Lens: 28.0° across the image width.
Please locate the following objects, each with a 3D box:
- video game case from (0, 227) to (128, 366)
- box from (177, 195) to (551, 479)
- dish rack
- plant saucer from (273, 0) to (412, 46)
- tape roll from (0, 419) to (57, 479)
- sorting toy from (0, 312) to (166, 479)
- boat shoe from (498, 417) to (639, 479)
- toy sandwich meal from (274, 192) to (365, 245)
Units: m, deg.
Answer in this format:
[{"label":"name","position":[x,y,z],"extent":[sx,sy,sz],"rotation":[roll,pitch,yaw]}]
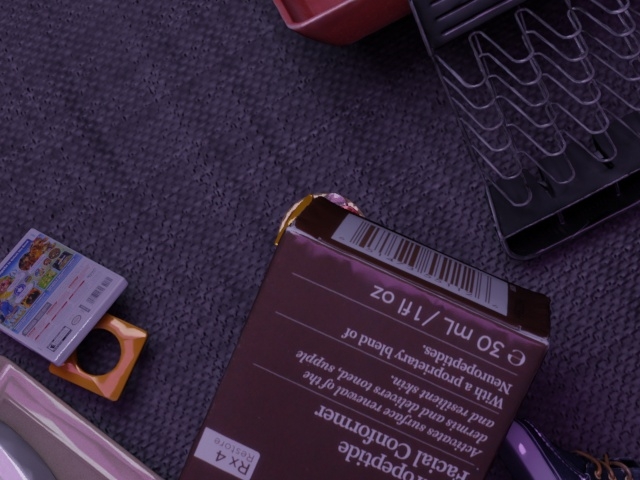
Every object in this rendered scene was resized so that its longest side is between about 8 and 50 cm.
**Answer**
[{"label":"video game case","position":[-0.224,0.044,1.045],"extent":[0.122,0.011,0.087],"rotation":[25,68,36]},{"label":"box","position":[-0.002,0.182,0.912],"extent":[0.191,0.143,0.381],"rotation":[24,104,4]},{"label":"dish rack","position":[0.186,-0.128,0.947],"extent":[0.208,0.271,0.074],"rotation":[-28,44,1]},{"label":"plant saucer","position":[0.075,-0.250,1.005],"extent":[0.259,0.258,0.047],"rotation":[-28,122,2]},{"label":"tape roll","position":[-0.369,0.294,0.981],"extent":[0.392,0.072,0.392],"rotation":[0,84,4]},{"label":"sorting toy","position":[-0.240,0.216,1.042],"extent":[0.196,0.047,0.347],"rotation":[36,87,7]},{"label":"boat shoe","position":[0.202,0.180,0.959],"extent":[0.083,0.065,0.183],"rotation":[-40,114,-7]},{"label":"toy sandwich meal","position":[0.000,0.000,1.052],"extent":[0.085,0.029,0.085],"rotation":[-1,81,7]}]
